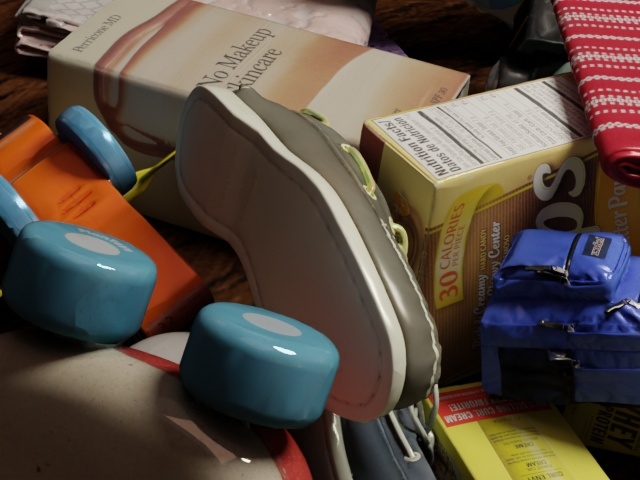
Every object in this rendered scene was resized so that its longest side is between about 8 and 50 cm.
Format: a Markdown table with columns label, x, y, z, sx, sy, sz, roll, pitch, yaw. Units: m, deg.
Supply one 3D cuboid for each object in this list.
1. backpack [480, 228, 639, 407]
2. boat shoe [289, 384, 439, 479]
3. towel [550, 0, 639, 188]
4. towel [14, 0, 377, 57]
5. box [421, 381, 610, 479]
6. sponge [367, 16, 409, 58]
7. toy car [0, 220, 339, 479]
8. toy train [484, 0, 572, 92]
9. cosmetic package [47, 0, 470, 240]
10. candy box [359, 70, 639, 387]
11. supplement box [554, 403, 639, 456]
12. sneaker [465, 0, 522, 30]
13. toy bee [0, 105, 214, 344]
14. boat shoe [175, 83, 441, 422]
| label | x | y | z | sx | sy | sz | roll | pitch | yaw |
| --- | --- | --- | --- | --- | --- | --- | --- | --- | --- |
| backpack | 0.164 | 0.048 | 0.790 | 0.120 | 0.101 | 0.098 | 6 | 35 | 20 |
| boat shoe | 0.035 | 0.132 | 0.760 | 0.079 | 0.095 | 0.254 | -3 | 34 | -13 |
| towel | 0.265 | -0.111 | 0.880 | 0.198 | 0.031 | 0.275 | 4 | 36 | -2 |
| towel | -0.099 | -0.257 | 1.268 | 0.317 | 0.053 | 0.332 | 8 | 37 | 4 |
| box | 0.137 | 0.176 | 0.748 | 0.087 | 0.058 | 0.232 | -6 | 36 | -20 |
| sponge | -0.002 | -0.203 | 1.274 | 0.117 | 0.031 | 0.210 | -9 | 39 | -19 |
| toy car | -0.072 | 0.119 | 0.723 | 0.210 | 0.219 | 0.238 | 23 | 10 | 21 |
| toy train | 0.310 | -0.148 | 1.097 | 0.334 | 0.190 | 0.142 | 8 | -8 | 1 |
| cosmetic package | -0.049 | -0.087 | 1.022 | 0.296 | 0.129 | 0.153 | 16 | 38 | 13 |
| candy box | 0.169 | -0.020 | 0.920 | 0.316 | 0.183 | 0.087 | -17 | 41 | -29 |
| supplement box | 0.199 | 0.094 | 0.876 | 0.083 | 0.056 | 0.083 | 11 | 36 | 5 |
| sneaker | 0.120 | -0.271 | 1.233 | 0.208 | 0.319 | 0.127 | -10 | 66 | 15 |
| toy bee | -0.180 | -0.037 | 0.931 | 0.195 | 0.162 | 0.298 | -19 | 73 | -9 |
| boat shoe | 0.001 | -0.004 | 0.785 | 0.091 | 0.109 | 0.305 | 3 | 30 | -30 |
